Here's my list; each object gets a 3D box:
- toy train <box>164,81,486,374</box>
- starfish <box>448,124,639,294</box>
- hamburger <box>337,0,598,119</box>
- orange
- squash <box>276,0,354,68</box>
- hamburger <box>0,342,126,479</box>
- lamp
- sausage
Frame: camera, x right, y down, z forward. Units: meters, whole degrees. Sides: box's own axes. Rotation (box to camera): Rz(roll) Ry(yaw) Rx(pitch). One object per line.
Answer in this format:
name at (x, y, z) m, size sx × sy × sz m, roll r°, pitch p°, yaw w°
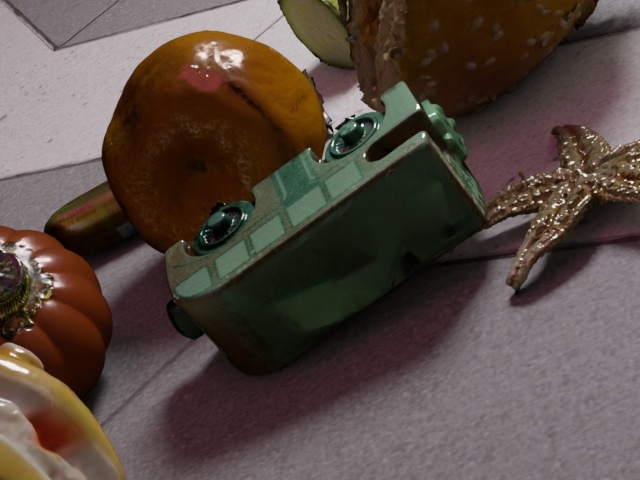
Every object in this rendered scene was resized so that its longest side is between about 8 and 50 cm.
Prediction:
toy train at (0.000, 0.000, 1.630) m, size 0.326 × 0.129 × 0.159 m, roll -35°, pitch 28°, yaw 7°
starfish at (0.217, -0.046, 1.599) m, size 0.231 × 0.048 × 0.295 m, roll -33°, pitch 23°, yaw 0°
hamburger at (0.180, -0.336, 1.827) m, size 0.287 × 0.445 × 0.268 m, roll -3°, pitch 21°, yaw -12°
orange at (-0.107, -0.105, 1.852) m, size 0.249 × 0.249 × 0.183 m, roll -17°, pitch 13°, yaw 25°
squash at (0.078, -0.326, 2.145) m, size 0.247 × 0.132 × 0.132 m, roll -43°, pitch 28°, yaw -22°
hamburger at (-0.304, 0.215, 1.432) m, size 0.302 × 0.261 × 0.186 m, roll -16°, pitch 27°, yaw 21°
lamp at (-0.316, 0.089, 1.746) m, size 0.223 × 0.196 × 0.223 m, roll 0°, pitch 54°, yaw 0°
sausage at (-0.160, -0.072, 2.011) m, size 0.371 × 0.082 × 0.082 m, roll -28°, pitch 26°, yaw 6°
